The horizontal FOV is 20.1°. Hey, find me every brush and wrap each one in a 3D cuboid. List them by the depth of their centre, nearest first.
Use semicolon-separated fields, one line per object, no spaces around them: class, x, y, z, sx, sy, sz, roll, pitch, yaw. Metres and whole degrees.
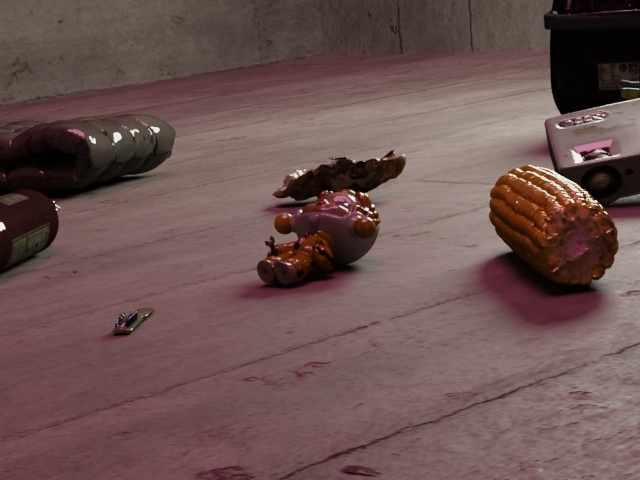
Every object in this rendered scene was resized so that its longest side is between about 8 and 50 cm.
brush;-0.153;0.063;1.482;0.016;0.013;0.083;-6;8;10

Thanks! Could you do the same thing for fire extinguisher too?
fire extinguisher;-0.327;-0.005;1.833;0.099;0.071;0.231;-32;2;15

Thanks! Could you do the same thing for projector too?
projector;0.317;-0.092;1.885;0.147;0.061;0.115;-12;30;5

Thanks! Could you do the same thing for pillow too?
pillow;-0.386;-0.117;2.420;0.326;0.101;0.228;2;11;26

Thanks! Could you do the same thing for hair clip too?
hair clip;0.391;-0.167;2.028;0.049;0.049;0.173;-11;7;-29

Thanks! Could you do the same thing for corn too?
corn;0.196;-0.017;1.553;0.081;0.081;0.248;-6;10;-4

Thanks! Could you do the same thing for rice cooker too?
rice cooker;0.427;-0.254;2.405;0.267;0.224;0.267;-3;10;1

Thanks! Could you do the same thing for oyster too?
oyster;0.027;-0.072;2.057;0.148;0.051;0.103;-17;5;30

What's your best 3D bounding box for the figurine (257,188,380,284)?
figurine;0.003;0.001;1.628;0.101;0.068;0.143;-7;21;14
